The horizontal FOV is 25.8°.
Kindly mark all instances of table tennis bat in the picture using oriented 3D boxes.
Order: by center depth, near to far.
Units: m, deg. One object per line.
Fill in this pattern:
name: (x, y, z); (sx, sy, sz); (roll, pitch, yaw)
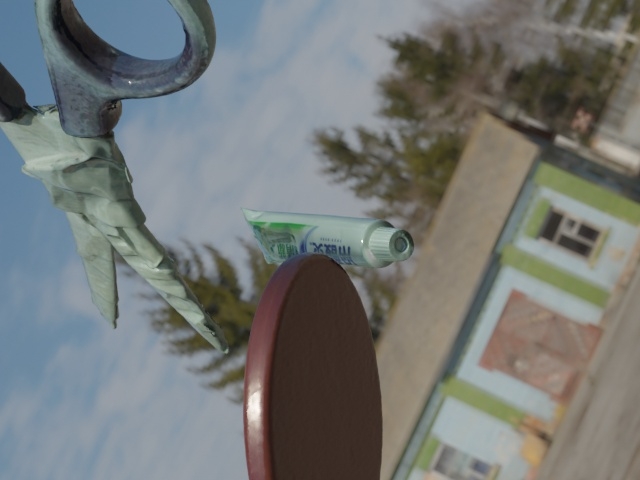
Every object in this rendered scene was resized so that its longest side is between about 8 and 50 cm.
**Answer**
table tennis bat: (0.009, 0.214, 1.269); (0.268, 0.051, 0.414); (-37, -59, -63)

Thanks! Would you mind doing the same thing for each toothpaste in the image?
toothpaste: (0.000, 0.000, 1.483); (0.048, 0.074, 0.297); (-35, 20, -26)

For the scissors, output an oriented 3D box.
scissors: (-0.143, -0.042, 0.794); (0.383, 0.256, 0.029); (73, -145, -55)
